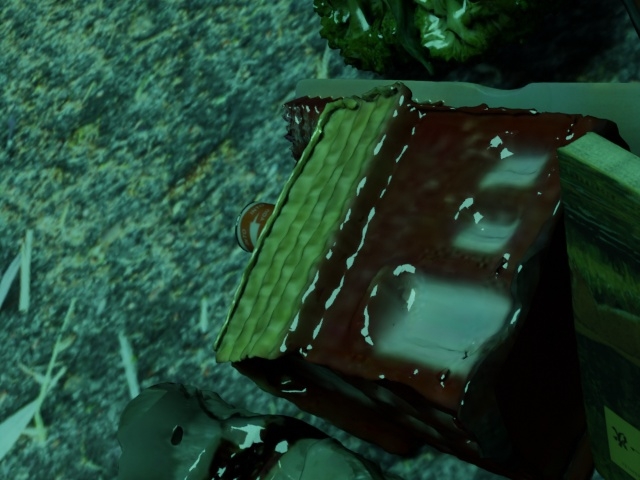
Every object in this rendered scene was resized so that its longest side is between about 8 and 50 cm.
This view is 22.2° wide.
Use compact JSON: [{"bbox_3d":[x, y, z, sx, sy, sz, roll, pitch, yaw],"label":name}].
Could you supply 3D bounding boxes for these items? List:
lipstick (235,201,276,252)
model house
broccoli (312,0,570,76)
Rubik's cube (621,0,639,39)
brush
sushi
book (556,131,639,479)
[{"bbox_3d":[0.000,0.000,1.124,0.131,0.038,0.038,12,70,41],"label":"lipstick"},{"bbox_3d":[0.059,0.024,0.977,0.254,0.160,0.196,13,72,42],"label":"model house"},{"bbox_3d":[0.049,-0.250,1.087,0.321,0.283,0.303,-41,51,54],"label":"broccoli"},{"bbox_3d":[0.308,-0.164,0.771,0.283,0.293,0.288,-14,36,27],"label":"Rubik's cube"},{"bbox_3d":[0.103,-0.072,1.068,0.321,0.060,0.050,5,24,39],"label":"brush"},{"bbox_3d":[-0.025,0.170,0.969,0.332,0.130,0.124,21,76,44],"label":"sushi"},{"bbox_3d":[0.187,0.071,0.816,0.024,0.228,0.160,-28,39,-22],"label":"book"}]
